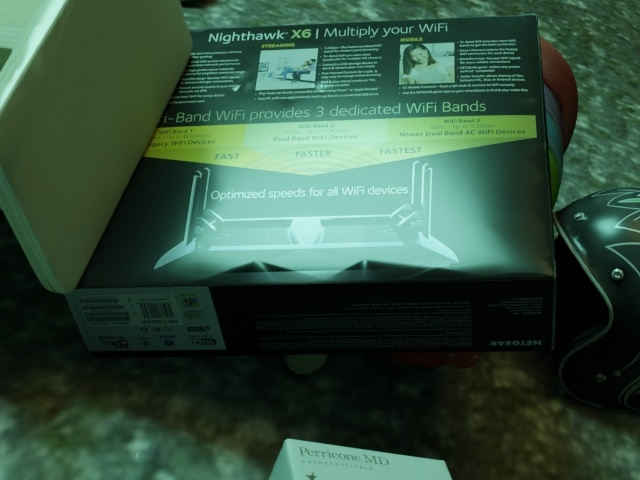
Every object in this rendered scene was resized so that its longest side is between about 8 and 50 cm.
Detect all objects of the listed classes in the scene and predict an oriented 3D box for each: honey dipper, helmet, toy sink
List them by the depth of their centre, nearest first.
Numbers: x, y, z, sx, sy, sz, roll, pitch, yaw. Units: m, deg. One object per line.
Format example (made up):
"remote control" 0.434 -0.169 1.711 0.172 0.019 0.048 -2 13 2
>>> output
"toy sink" -0.192 -0.104 0.825 0.131 0.153 0.234 7 53 17
"honey dipper" -0.033 0.042 0.985 0.030 0.030 0.160 9 27 -25
"helmet" 0.251 0.039 1.051 0.169 0.161 0.169 17 28 -10

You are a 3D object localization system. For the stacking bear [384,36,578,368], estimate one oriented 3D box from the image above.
"stacking bear" 0.101 -0.025 1.023 0.175 0.164 0.289 28 51 -7

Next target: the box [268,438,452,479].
"box" 0.018 0.177 0.705 0.101 0.102 0.087 11 28 -19

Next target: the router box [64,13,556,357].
"router box" 0.000 -0.041 0.893 0.309 0.081 0.243 -1 50 8
